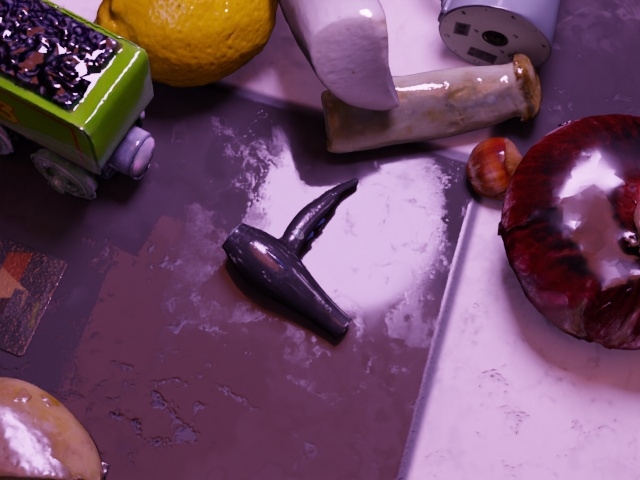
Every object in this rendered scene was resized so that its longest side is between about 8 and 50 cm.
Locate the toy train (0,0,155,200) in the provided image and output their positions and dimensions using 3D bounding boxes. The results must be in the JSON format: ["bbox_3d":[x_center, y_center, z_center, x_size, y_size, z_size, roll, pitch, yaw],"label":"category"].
[{"bbox_3d":[-0.360,-0.193,1.270,0.307,0.249,0.173,28,69,7],"label":"toy train"}]

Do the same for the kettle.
[{"bbox_3d":[0.249,-0.392,1.408,0.211,0.160,0.243,18,72,-2],"label":"kettle"}]

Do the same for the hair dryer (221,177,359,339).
[{"bbox_3d":[0.000,0.000,1.324,0.195,0.075,0.219,39,66,0],"label":"hair dryer"}]

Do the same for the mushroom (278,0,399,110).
[{"bbox_3d":[-0.004,-0.358,1.343,0.126,0.177,0.397,-22,56,3],"label":"mushroom"}]

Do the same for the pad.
[{"bbox_3d":[-0.457,0.052,1.306,0.211,0.003,0.143,20,71,4],"label":"pad"}]

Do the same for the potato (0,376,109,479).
[{"bbox_3d":[-0.381,0.229,1.201,0.243,0.098,0.138,1,69,-3],"label":"potato"}]

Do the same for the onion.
[{"bbox_3d":[0.379,-0.022,1.252,0.314,0.232,0.313,1,72,-2],"label":"onion"}]

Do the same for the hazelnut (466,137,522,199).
[{"bbox_3d":[0.239,-0.099,1.358,0.086,0.086,0.086,1,71,-2],"label":"hazelnut"}]

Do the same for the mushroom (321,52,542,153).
[{"bbox_3d":[0.156,-0.190,1.377,0.312,0.081,0.100,-10,103,-3],"label":"mushroom"}]

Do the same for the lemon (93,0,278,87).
[{"bbox_3d":[-0.179,-0.310,1.343,0.260,0.204,0.204,-16,72,-15],"label":"lemon"}]
